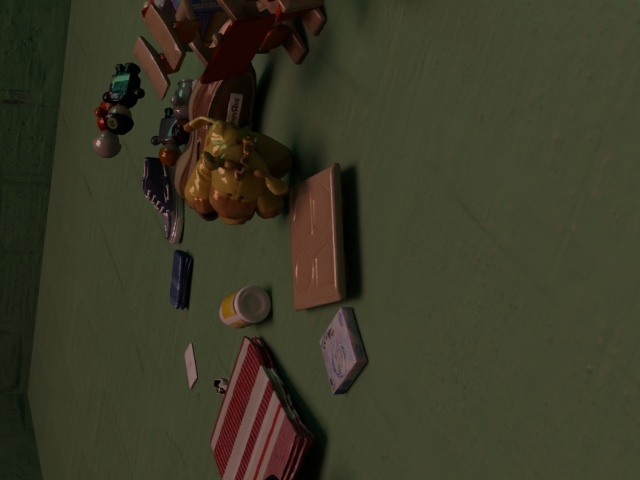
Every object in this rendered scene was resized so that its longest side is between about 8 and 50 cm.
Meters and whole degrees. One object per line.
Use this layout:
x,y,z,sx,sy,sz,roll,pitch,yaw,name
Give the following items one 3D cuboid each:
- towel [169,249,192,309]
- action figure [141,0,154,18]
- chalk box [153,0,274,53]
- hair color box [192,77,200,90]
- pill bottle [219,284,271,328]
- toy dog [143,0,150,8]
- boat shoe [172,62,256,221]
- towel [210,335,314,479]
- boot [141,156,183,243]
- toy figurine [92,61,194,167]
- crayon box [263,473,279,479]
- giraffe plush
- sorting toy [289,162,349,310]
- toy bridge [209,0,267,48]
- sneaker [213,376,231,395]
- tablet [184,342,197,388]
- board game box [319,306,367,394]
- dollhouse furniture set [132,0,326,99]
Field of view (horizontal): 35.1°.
-0.298,0.083,2.154,0.067,0.029,0.120,-144,58,-61,towel
-0.248,-0.460,1.953,0.091,0.139,0.280,-30,27,24,action figure
-0.147,-0.467,1.645,0.289,0.179,0.180,-57,45,47,chalk box
-0.199,-0.265,1.922,0.167,0.053,0.093,-179,91,-65,hair color box
-0.134,0.117,1.738,0.116,0.065,0.065,153,115,-63,pill bottle
-0.357,-0.642,2.166,0.220,0.160,0.334,140,127,-60,toy dog
-0.170,-0.169,1.793,0.120,0.122,0.324,59,144,35,boat shoe
-0.104,0.326,1.637,0.329,0.037,0.237,-127,53,-61,towel
-0.347,-0.088,2.204,0.069,0.086,0.190,173,98,-66,boot
-0.354,-0.245,2.078,0.213,0.209,0.148,143,136,-60,toy figurine
-0.067,0.503,1.440,0.202,0.081,0.319,40,134,18,crayon box
-0.122,-0.101,1.550,0.170,0.181,0.210,-112,14,-64,giraffe plush
0.000,0.000,1.487,0.208,0.038,0.193,155,114,-69,sorting toy
-0.120,-0.348,1.630,0.188,0.063,0.026,-37,76,20,toy bridge
-0.171,0.277,1.849,0.083,0.036,0.032,35,119,60,sneaker
-0.271,0.261,2.113,0.054,0.006,0.083,122,141,-49,tablet
0.031,0.155,1.420,0.090,0.020,0.090,119,145,-47,board game box
-0.103,-0.309,1.463,0.135,0.262,0.259,60,146,14,dollhouse furniture set
